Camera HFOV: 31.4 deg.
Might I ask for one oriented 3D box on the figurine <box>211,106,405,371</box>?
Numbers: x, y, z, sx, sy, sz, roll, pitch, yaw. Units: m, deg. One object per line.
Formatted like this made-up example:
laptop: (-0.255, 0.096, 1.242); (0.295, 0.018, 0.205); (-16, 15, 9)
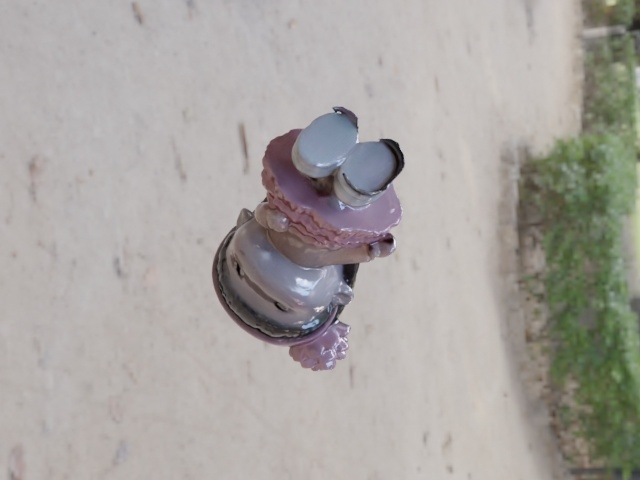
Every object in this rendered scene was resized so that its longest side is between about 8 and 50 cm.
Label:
figurine: (0.000, 0.000, 0.460); (0.054, 0.072, 0.129); (-55, 177, -40)
